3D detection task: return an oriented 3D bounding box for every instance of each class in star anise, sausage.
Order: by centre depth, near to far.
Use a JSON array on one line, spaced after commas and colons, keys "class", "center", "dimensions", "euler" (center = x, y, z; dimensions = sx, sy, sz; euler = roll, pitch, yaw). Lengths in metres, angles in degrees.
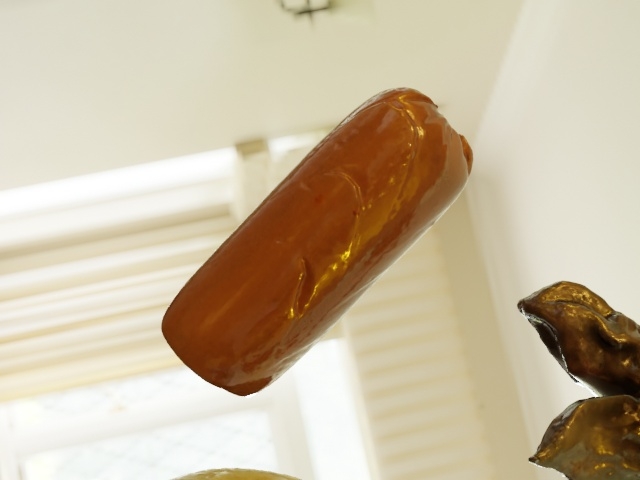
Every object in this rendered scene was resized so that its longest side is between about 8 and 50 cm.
[{"class": "star anise", "center": [0.225, 0.088, 0.778], "dimensions": [0.129, 0.282, 0.212], "euler": [-58, 172, 30]}, {"class": "sausage", "center": [0.001, -0.001, 1.426], "dimensions": [0.121, 0.304, 0.121], "euler": [43, 8, -8]}]

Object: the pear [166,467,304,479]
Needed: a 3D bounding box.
[{"class": "pear", "center": [-0.076, 0.387, 1.611], "dimensions": [0.348, 0.348, 0.348], "euler": [169, -90, -84]}]
